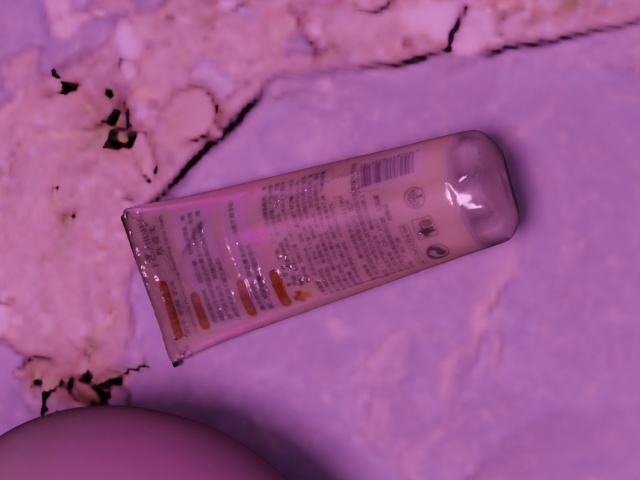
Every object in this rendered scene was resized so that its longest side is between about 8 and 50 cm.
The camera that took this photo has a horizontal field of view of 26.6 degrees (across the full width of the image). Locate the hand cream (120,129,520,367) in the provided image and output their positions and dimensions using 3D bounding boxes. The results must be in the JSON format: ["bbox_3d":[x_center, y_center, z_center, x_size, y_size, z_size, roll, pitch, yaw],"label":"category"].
[{"bbox_3d":[0.000,0.000,0.473,0.143,0.039,0.061,-15,97,21],"label":"hand cream"}]

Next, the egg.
[{"bbox_3d":[-0.063,0.108,0.452,0.135,0.103,0.103,11,95,12],"label":"egg"}]
